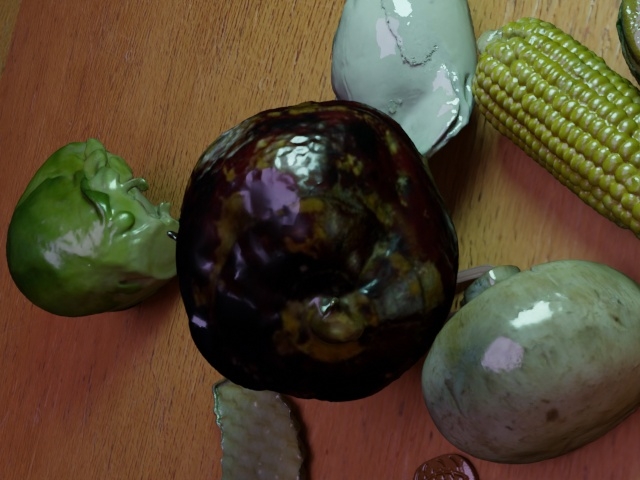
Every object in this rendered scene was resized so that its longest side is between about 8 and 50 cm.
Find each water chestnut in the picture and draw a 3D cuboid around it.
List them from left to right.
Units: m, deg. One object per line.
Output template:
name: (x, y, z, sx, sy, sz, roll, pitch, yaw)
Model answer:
water chestnut: (0.000, 0.000, 0.826, 0.334, 0.347, 0.336, 4, 110, 12)

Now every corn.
corn: (0.278, -0.121, 0.738, 0.130, 0.130, 0.347, -50, 52, 23)

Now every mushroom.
mushroom: (0.199, 0.110, 0.707, 0.253, 0.189, 0.195, -43, 55, 26)

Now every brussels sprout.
brussels sprout: (-0.414, -0.003, 1.305, 0.371, 0.276, 0.315, 23, 82, 39)

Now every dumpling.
dumpling: (0.086, -0.246, 0.940, 0.260, 0.181, 0.341, -32, 78, 48)

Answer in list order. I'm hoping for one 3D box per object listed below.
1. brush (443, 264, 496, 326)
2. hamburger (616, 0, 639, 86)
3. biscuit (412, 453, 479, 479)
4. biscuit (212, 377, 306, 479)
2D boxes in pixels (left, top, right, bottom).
brush: (0.128, 0.084, 0.888, 0.233, 0.047, 0.103, -21, 61, 35)
hamburger: (0.379, -0.210, 0.650, 0.189, 0.122, 0.215, -9, 75, 22)
biscuit: (0.148, 0.296, 0.827, 0.091, 0.015, 0.078, -38, 54, 32)
biscuit: (-0.088, 0.324, 1.041, 0.187, 0.036, 0.274, -24, 62, 39)
